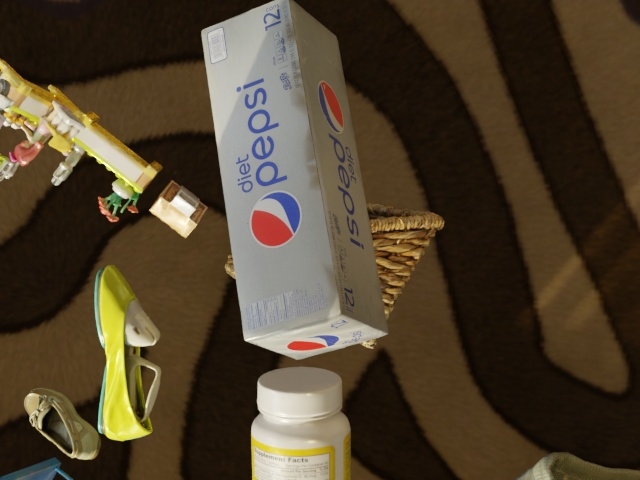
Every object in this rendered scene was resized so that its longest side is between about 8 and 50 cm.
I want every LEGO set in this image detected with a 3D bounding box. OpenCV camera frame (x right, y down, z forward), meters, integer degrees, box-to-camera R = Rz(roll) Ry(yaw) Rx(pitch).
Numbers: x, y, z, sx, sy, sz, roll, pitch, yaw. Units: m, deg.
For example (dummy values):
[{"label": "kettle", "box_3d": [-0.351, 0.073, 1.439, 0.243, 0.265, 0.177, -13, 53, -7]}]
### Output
[{"label": "LEGO set", "box_3d": [-0.252, -0.071, 1.233, 0.287, 0.132, 0.107, 33, 99, -41]}]

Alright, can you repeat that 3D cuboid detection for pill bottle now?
[{"label": "pill bottle", "box_3d": [-0.022, 0.263, 1.494, 0.119, 0.119, 0.208, -3, 102, -12]}]

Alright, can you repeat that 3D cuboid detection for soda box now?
[{"label": "soda box", "box_3d": [-0.023, -0.051, 1.061, 0.091, 0.098, 0.286, -18, 69, 22]}]

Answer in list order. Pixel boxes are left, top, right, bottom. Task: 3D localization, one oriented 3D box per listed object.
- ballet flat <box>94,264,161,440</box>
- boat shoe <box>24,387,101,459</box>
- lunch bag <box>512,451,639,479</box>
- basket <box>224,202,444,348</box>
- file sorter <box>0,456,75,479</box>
[{"label": "ballet flat", "box_3d": [-0.243, 0.145, 1.618, 0.077, 0.077, 0.231, 3, 99, 14]}, {"label": "boat shoe", "box_3d": [-0.366, 0.252, 1.744, 0.153, 0.048, 0.056, 37, 106, 33]}, {"label": "lunch bag", "box_3d": [0.118, 0.274, 0.579, 0.169, 0.235, 0.287, 7, 60, -24]}, {"label": "basket", "box_3d": [0.000, 0.000, 1.892, 0.213, 0.299, 0.223, 31, 85, -20]}, {"label": "file sorter", "box_3d": [-0.324, 0.346, 1.379, 0.104, 0.118, 0.170, 35, 104, 17]}]
